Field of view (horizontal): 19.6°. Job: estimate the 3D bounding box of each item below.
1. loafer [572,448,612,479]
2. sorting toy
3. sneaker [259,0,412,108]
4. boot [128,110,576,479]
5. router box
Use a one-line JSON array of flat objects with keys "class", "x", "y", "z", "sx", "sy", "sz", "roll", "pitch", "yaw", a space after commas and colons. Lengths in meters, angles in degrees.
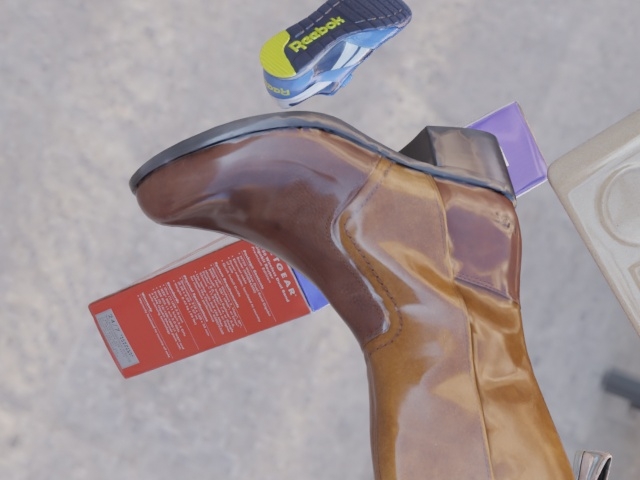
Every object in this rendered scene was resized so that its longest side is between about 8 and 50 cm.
[{"class": "loafer", "x": 0.292, "y": 0.287, "z": 2.006, "sx": 0.045, "sy": 0.039, "sz": 0.125, "roll": 44, "pitch": 48, "yaw": -57}, {"class": "sorting toy", "x": 0.315, "y": -0.019, "z": 1.533, "sx": 0.193, "sy": 0.208, "sz": 0.038, "roll": -31, "pitch": -177, "yaw": -2}, {"class": "sneaker", "x": 0.011, "y": -0.154, "z": 1.486, "sx": 0.144, "sy": 0.053, "sz": 0.059, "roll": -29, "pitch": 145, "yaw": -24}, {"class": "boot", "x": 0.022, "y": 0.068, "z": 1.143, "sx": 0.264, "sy": 0.096, "sz": 0.280, "roll": 4, "pitch": 65, "yaw": -30}, {"class": "router box", "x": 0.000, "y": 0.000, "z": 1.713, "sx": 0.335, "sy": 0.301, "sz": 0.082, "roll": -28, "pitch": 94, "yaw": -40}]
